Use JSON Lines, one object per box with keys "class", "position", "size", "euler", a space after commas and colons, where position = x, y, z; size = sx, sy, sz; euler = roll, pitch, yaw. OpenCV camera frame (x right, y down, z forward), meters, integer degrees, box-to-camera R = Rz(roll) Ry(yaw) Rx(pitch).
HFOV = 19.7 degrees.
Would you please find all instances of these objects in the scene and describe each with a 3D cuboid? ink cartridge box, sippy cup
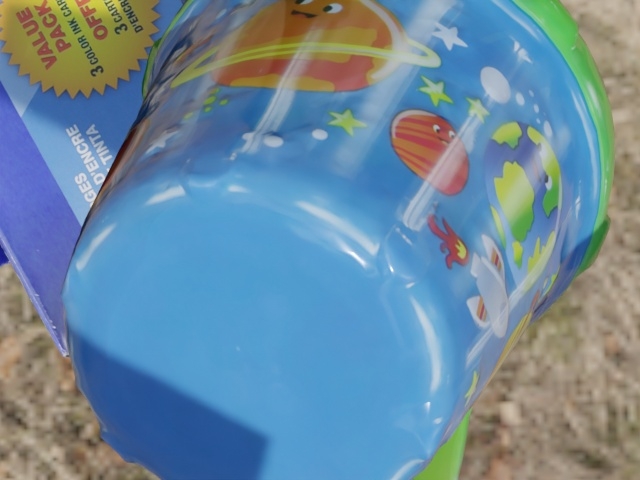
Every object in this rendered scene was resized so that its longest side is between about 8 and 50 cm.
{"class": "ink cartridge box", "position": [-0.115, -0.096, 1.264], "size": [0.270, 0.395, 0.151], "euler": [60, -3, 2]}
{"class": "sippy cup", "position": [0.000, 0.000, 0.812], "size": [0.305, 0.240, 0.224], "euler": [43, 32, -8]}
